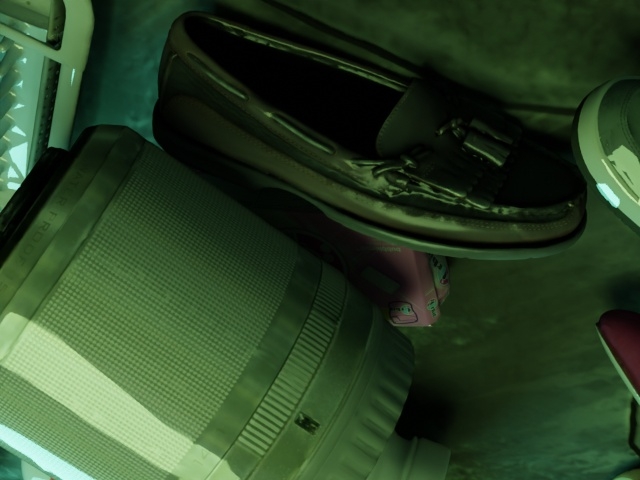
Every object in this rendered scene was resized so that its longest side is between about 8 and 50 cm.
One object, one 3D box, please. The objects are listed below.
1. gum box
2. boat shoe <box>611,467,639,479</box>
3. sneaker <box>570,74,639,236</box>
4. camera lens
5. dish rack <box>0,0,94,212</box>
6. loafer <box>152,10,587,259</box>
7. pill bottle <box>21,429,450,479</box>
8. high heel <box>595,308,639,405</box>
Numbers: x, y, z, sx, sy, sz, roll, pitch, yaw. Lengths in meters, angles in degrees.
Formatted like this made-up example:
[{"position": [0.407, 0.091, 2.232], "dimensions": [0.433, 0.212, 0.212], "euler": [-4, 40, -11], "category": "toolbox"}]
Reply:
[{"position": [0.000, 0.000, 0.996], "dimensions": [0.188, 0.062, 0.107], "euler": [3, 133, 21], "category": "gum box"}, {"position": [0.247, 0.304, 1.172], "dimensions": [0.103, 0.092, 0.285], "euler": [21, 137, 3], "category": "boat shoe"}, {"position": [0.304, -0.028, 0.766], "dimensions": [0.296, 0.123, 0.178], "euler": [25, 156, -13], "category": "sneaker"}, {"position": [-0.104, 0.072, 0.904], "dimensions": [0.274, 0.219, 0.219], "euler": [34, 136, -11], "category": "camera lens"}, {"position": [-0.299, -0.141, 0.977], "dimensions": [0.286, 0.072, 0.332], "euler": [22, 137, 0], "category": "dish rack"}, {"position": [0.030, -0.071, 0.887], "dimensions": [0.303, 0.109, 0.095], "euler": [16, 133, 12], "category": "loafer"}, {"position": [-0.066, 0.174, 1.111], "dimensions": [0.323, 0.181, 0.181], "euler": [19, 137, 5], "category": "pill bottle"}, {"position": [0.378, 0.133, 0.970], "dimensions": [0.377, 0.127, 0.181], "euler": [39, 106, -11], "category": "high heel"}]
